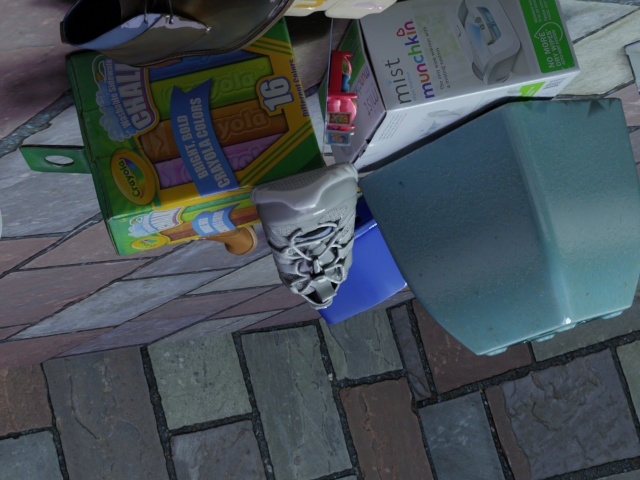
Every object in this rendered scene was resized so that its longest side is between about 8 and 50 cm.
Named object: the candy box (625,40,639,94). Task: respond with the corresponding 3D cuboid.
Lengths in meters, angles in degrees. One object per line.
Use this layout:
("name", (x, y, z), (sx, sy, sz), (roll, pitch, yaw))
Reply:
("candy box", (0.535, -0.254, 1.865), (0.164, 0.070, 0.196), (-18, 169, 16))

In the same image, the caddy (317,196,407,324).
("caddy", (0.080, 0.006, 2.335), (0.241, 0.179, 0.341), (-38, -175, -35))

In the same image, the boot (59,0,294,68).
("boot", (-0.122, -0.200, 1.118), (0.219, 0.082, 0.106), (-19, 172, 35))

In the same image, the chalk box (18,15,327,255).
("chalk box", (-0.159, -0.099, 1.341), (0.288, 0.179, 0.180), (-15, 170, -6))

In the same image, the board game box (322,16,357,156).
("board game box", (0.022, -0.151, 1.356), (0.033, 0.169, 0.133), (4, 179, 0))

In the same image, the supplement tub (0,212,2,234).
("supplement tub", (-0.476, 0.000, 1.507), (0.199, 0.144, 0.144), (-24, 167, 40))

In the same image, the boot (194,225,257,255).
("boot", (-0.177, -0.020, 2.085), (0.152, 0.073, 0.197), (-13, 158, -20))

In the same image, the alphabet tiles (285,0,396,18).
("alphabet tiles", (0.074, -0.273, 1.189), (0.278, 0.021, 0.284), (-5, 166, -37))

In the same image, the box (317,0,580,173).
("box", (0.137, -0.180, 1.496), (0.231, 0.127, 0.262), (-13, 170, -12))

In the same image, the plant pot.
("plant pot", (0.240, -0.006, 1.547), (0.247, 0.252, 0.247), (-10, 169, -46))

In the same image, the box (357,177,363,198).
("box", (0.003, -0.072, 2.187), (0.137, 0.027, 0.094), (-10, 170, -30))

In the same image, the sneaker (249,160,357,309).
("sneaker", (0.000, 0.000, 1.280), (0.105, 0.115, 0.281), (-15, 168, 1))
